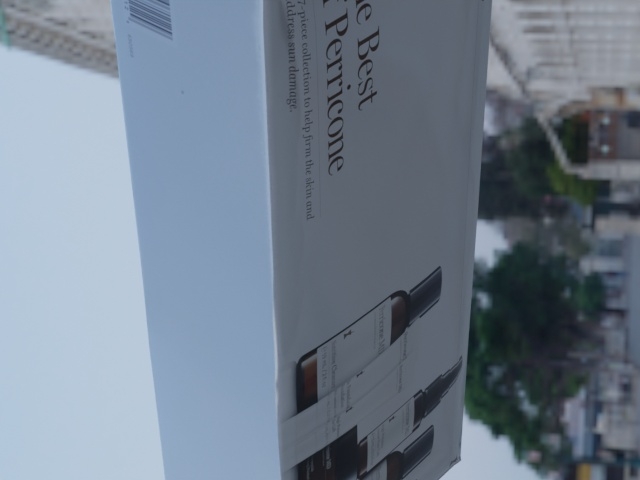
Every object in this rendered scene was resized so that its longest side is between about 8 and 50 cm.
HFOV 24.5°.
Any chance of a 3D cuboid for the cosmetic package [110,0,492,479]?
[{"bbox_3d":[0.000,0.000,0.445,0.099,0.060,0.239,-38,-38,-36],"label":"cosmetic package"}]
